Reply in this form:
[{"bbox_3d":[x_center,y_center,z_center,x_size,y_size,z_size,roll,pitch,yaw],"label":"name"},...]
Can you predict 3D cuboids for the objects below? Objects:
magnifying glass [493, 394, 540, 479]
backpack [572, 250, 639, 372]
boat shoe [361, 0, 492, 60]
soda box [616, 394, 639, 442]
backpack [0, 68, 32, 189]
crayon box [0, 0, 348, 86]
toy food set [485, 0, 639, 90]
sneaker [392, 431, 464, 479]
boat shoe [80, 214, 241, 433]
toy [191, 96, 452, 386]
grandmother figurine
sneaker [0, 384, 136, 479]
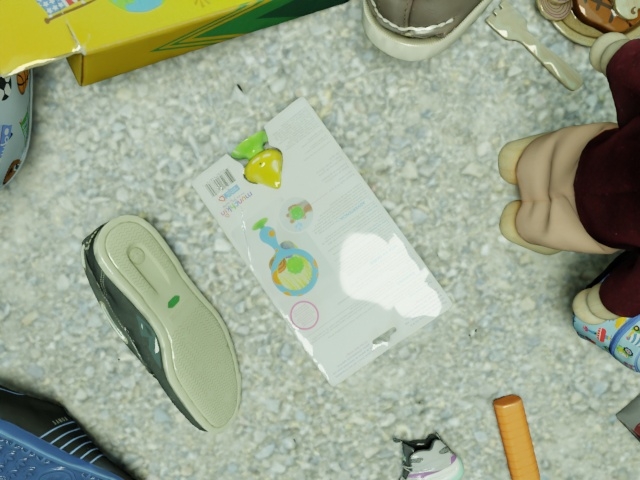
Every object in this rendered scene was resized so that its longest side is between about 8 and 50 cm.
[{"bbox_3d":[0.219,0.272,0.596,0.092,0.026,0.231,-15,95,2],"label":"magnifying glass"},{"bbox_3d":[0.317,0.052,0.503,0.173,0.158,0.117,-40,55,10],"label":"backpack"},{"bbox_3d":[0.148,-0.293,0.464,0.116,0.097,0.324,37,79,11],"label":"boat shoe"},{"bbox_3d":[0.422,0.250,0.556,0.083,0.092,0.263,-44,94,4],"label":"soda box"},{"bbox_3d":[-0.348,-0.134,0.439,0.213,0.263,0.276,13,109,-9],"label":"backpack"},{"bbox_3d":[-0.129,-0.258,0.454,0.318,0.081,0.202,-26,96,-22],"label":"crayon box"},{"bbox_3d":[0.263,-0.245,0.530,0.132,0.038,0.192,39,95,-4],"label":"toy food set"},{"bbox_3d":[0.090,0.234,0.589,0.098,0.038,0.069,-36,93,-5],"label":"sneaker"},{"bbox_3d":[-0.154,0.086,0.566,0.079,0.084,0.233,-18,106,41],"label":"boat shoe"},{"bbox_3d":[0.000,0.000,0.553,0.137,0.056,0.237,-36,90,8],"label":"toy"},{"bbox_3d":[0.213,-0.041,0.401,0.104,0.342,0.208,-12,96,2],"label":"grandmother figurine"},{"bbox_3d":[-0.253,0.219,0.574,0.081,0.090,0.232,-42,115,4],"label":"sneaker"}]
